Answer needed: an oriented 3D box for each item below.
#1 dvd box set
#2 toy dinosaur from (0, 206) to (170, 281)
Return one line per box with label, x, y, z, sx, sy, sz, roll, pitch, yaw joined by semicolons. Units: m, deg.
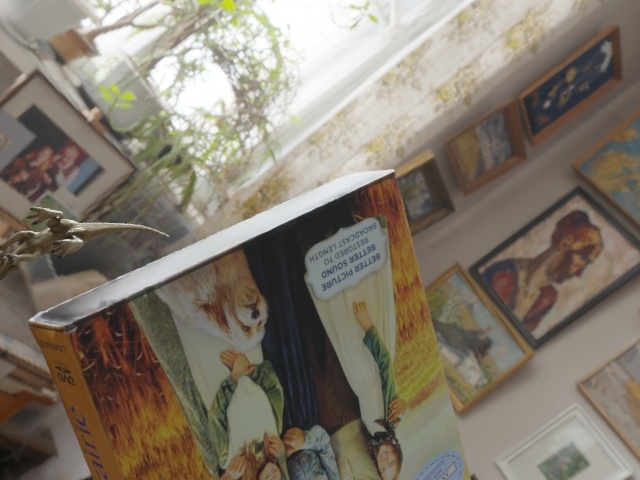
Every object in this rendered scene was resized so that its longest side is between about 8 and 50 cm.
dvd box set;-0.007;0.189;0.568;0.062;0.307;0.421;2;-68;49
toy dinosaur;-0.251;-0.005;0.706;0.092;0.183;0.053;80;-6;-86
